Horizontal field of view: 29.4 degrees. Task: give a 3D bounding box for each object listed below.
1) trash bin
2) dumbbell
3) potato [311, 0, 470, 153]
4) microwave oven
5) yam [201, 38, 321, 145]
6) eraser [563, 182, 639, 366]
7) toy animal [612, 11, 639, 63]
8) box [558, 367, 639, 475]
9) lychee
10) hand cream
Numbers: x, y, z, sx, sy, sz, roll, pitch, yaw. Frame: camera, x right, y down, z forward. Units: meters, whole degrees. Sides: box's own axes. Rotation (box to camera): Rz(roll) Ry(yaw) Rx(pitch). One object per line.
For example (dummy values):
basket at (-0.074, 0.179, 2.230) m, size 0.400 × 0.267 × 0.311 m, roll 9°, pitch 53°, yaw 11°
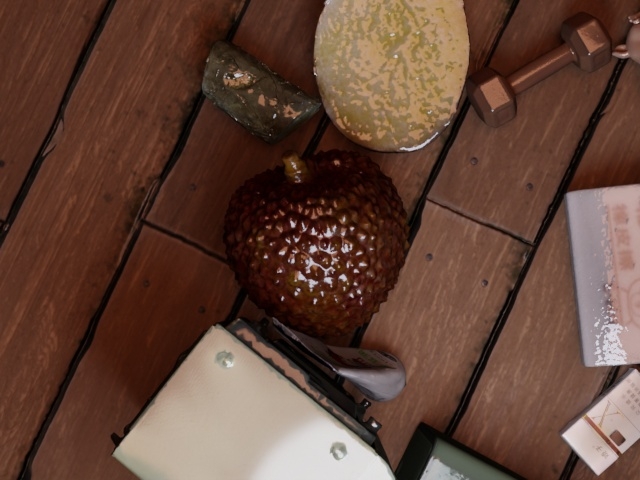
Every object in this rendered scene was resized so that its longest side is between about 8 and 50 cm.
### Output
trash bin at (0.270, 0.423, 1.781) m, size 0.343 × 0.223 × 0.158 m, roll 28°, pitch 87°, yaw -2°
dumbbell at (0.337, -0.263, 1.876) m, size 0.231 × 0.092 × 0.082 m, roll -30°, pitch 60°, yaw -1°
potato at (0.108, -0.284, 1.862) m, size 0.239 × 0.116 × 0.299 m, roll 1°, pitch 97°, yaw 3°
microwave oven at (-0.072, 0.273, 1.693) m, size 0.333 × 0.394 × 0.247 m, roll 41°, pitch 88°, yaw 1°
yam at (-0.100, -0.222, 1.864) m, size 0.183 × 0.107 × 0.107 m, roll 37°, pitch 88°, yaw 4°
eraser at (0.473, 0.050, 1.859) m, size 0.174 × 0.095 × 0.270 m, roll -6°, pitch 87°, yaw 2°
toy animal at (0.527, -0.328, 1.888) m, size 0.083 × 0.089 × 0.150 m, roll 38°, pitch 91°, yaw 24°
box at (0.451, 0.277, 1.873) m, size 0.154 × 0.040 × 0.084 m, roll -42°, pitch 89°, yaw -3°
lychee at (0.000, 0.000, 1.766) m, size 0.276 × 0.275 × 0.304 m, roll -17°, pitch 124°, yaw -1°
hand cream at (0.042, 0.176, 1.735) m, size 0.121 × 0.336 × 0.076 m, roll 31°, pitch 90°, yaw 28°
